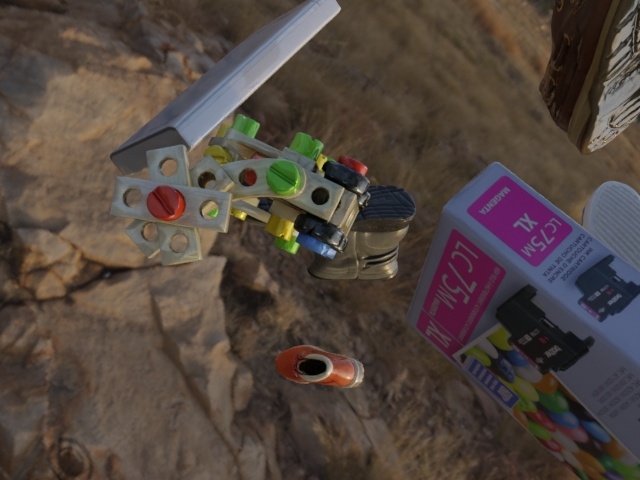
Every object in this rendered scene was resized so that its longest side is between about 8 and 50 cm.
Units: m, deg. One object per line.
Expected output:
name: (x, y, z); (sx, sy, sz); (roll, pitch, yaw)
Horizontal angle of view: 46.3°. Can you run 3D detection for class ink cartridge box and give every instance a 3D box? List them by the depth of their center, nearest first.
ink cartridge box: (0.197, 0.104, 0.495); (0.311, 0.065, 0.186); (40, -23, 18)

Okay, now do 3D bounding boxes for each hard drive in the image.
hard drive: (-0.146, -0.239, 1.143); (0.047, 0.233, 0.353); (52, 59, -20)

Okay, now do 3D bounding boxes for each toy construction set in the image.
toy construction set: (-0.064, -0.055, 0.763); (0.215, 0.151, 0.327); (26, 13, 5)

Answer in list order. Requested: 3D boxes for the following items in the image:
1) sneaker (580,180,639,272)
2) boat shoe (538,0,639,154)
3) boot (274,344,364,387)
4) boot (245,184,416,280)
sneaker: (0.367, 0.066, 1.029); (0.102, 0.161, 0.282); (15, 69, -9)
boat shoe: (0.149, -0.116, 0.396); (0.060, 0.064, 0.178); (50, -13, 25)
boot: (-0.022, 0.184, 1.115); (0.084, 0.158, 0.059); (16, 76, -48)
boot: (0.000, 0.000, 1.012); (0.246, 0.161, 0.083); (5, 49, -9)
